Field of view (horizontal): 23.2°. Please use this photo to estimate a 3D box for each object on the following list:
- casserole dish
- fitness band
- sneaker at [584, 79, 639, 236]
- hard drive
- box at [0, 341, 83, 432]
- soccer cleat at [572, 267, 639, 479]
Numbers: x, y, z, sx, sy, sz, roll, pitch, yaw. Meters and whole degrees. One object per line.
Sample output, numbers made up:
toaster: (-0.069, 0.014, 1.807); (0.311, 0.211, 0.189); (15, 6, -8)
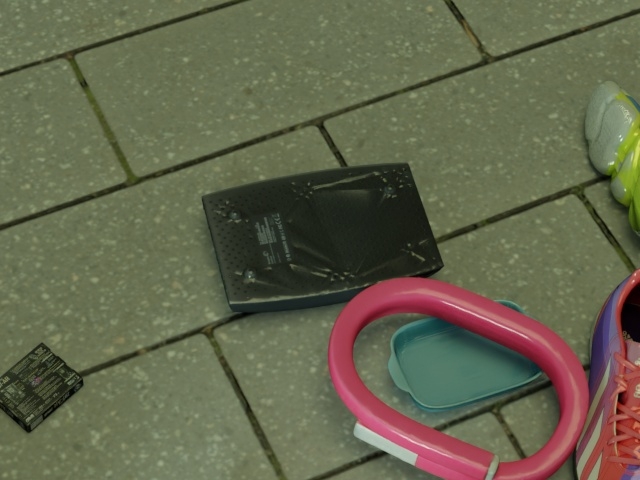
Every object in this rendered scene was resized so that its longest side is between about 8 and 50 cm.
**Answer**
casserole dish: (0.165, 0.134, 1.750); (0.188, 0.037, 0.114); (-15, 58, -15)
fitness band: (0.147, 0.150, 1.683); (0.290, 0.054, 0.209); (24, 58, 9)
sneaker: (0.412, -0.093, 1.911); (0.126, 0.091, 0.240); (4, 53, -25)
hard drive: (0.000, 0.000, 1.816); (0.254, 0.054, 0.172); (-10, 57, -11)
box: (-0.312, 0.160, 1.701); (0.067, 0.018, 0.083); (37, 60, 19)
soccer cleat: (0.338, 0.177, 1.685); (0.108, 0.116, 0.318); (9, 55, 1)
